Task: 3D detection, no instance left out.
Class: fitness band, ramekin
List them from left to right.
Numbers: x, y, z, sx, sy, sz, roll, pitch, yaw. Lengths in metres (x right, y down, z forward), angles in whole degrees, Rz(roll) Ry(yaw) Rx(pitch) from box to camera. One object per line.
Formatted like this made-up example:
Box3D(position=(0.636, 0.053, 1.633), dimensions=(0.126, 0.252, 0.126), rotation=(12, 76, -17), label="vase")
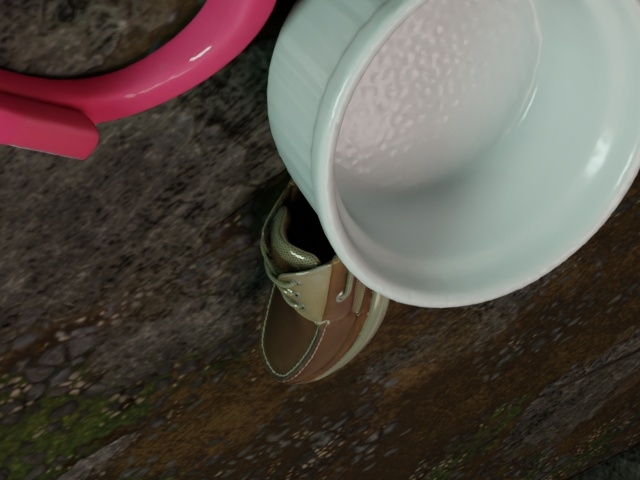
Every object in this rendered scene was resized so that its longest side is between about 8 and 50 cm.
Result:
Box3D(position=(-0.145, -0.149, 0.952), dimensions=(0.209, 0.054, 0.291), rotation=(-46, 154, 18), label="fitness band")
Box3D(position=(0.095, -0.102, 1.123), dimensions=(0.277, 0.135, 0.277), rotation=(-15, 125, -22), label="ramekin")

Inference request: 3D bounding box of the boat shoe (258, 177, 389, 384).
Box3D(position=(0.000, 0.000, 1.324), dimensions=(0.116, 0.123, 0.324), rotation=(-9, 136, -36), label="boat shoe")
